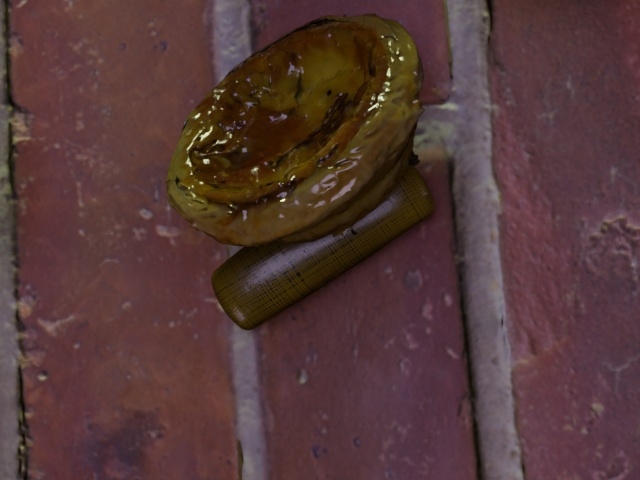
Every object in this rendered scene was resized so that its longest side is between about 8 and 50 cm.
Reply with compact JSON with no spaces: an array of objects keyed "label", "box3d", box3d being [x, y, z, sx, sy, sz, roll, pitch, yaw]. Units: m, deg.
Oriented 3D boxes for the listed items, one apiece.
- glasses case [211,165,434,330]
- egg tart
[{"label":"glasses case","box3d":[0.000,0.000,1.809,0.234,0.064,0.079,-33,85,4]},{"label":"egg tart","box3d":[-0.014,-0.092,1.762,0.290,0.115,0.290,-23,36,19]}]
